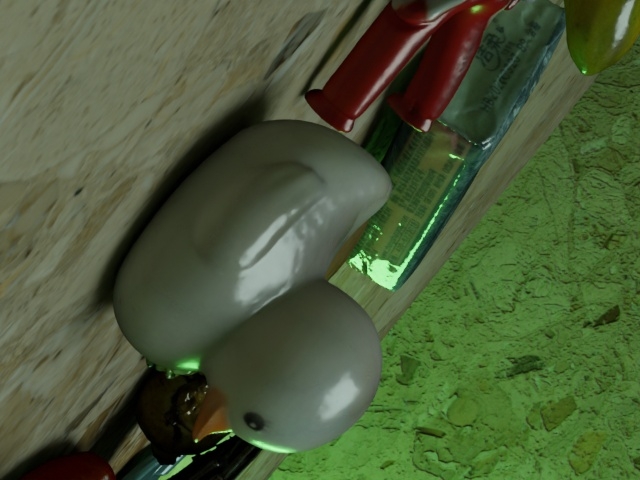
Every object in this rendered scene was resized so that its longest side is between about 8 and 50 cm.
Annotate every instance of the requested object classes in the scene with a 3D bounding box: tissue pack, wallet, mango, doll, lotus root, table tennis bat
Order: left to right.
[{"bbox_3d":[-0.193,0.287,1.731,0.317,0.044,0.169,-35,180,16],"label":"wallet"},{"bbox_3d":[-0.198,0.265,1.962,0.237,0.038,0.149,-46,169,-12],"label":"table tennis bat"},{"bbox_3d":[-0.135,0.169,1.722,0.108,0.094,0.190,-3,165,-19],"label":"lotus root"},{"bbox_3d":[-0.029,0.041,1.312,0.251,0.221,0.221,-50,172,-13],"label":"doll"},{"bbox_3d":[0.138,-0.111,1.907,0.228,0.103,0.316,-58,177,-33],"label":"tissue pack"},{"bbox_3d":[0.137,-0.246,1.406,0.384,0.099,0.188,-52,155,23],"label":"doll"},{"bbox_3d":[0.273,-0.300,1.588,0.176,0.119,0.317,106,-2,-73],"label":"mango"}]

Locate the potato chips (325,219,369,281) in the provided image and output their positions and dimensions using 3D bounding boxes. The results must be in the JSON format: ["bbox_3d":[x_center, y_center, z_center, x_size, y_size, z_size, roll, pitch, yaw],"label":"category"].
[{"bbox_3d":[0.000,0.001,1.829,0.208,0.062,0.195,-43,166,-39],"label":"potato chips"}]

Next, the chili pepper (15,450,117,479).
[{"bbox_3d":[-0.239,0.249,1.483,0.137,0.092,0.368,-42,173,21],"label":"chili pepper"}]

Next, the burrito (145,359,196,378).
[{"bbox_3d":[-0.058,0.026,1.649,0.288,0.054,0.104,-51,174,-20],"label":"burrito"}]
